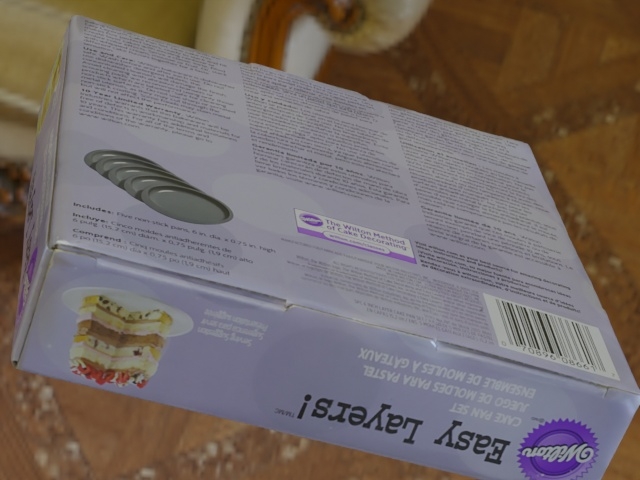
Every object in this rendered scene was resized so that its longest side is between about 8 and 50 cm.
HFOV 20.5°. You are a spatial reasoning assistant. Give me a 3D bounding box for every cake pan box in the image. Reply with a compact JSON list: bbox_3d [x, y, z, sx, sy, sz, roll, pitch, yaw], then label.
[{"bbox_3d":[0.000,0.000,0.806,0.266,0.070,0.246,14,28,-15],"label":"cake pan box"}]
